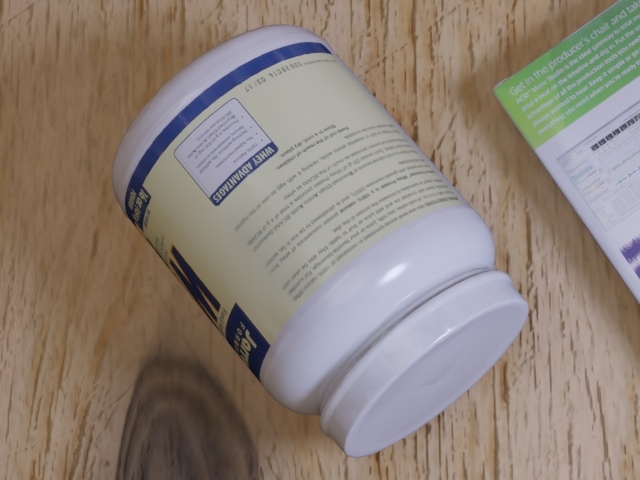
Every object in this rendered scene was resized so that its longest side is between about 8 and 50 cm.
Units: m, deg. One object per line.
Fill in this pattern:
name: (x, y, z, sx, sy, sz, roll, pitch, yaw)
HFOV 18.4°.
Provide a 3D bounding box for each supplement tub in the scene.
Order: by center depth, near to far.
supplement tub: (0.000, 0.000, 1.697, 0.235, 0.235, 0.325, -42, 70, 6)

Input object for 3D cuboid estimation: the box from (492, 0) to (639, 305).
box: (0.330, -0.068, 1.703, 0.232, 0.058, 0.322, -35, 73, 9)
